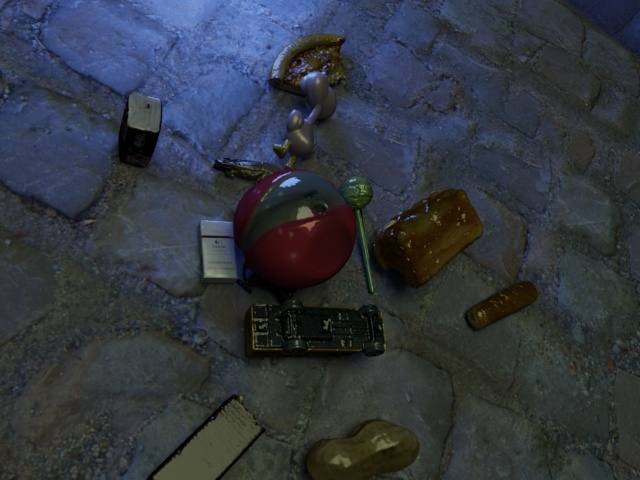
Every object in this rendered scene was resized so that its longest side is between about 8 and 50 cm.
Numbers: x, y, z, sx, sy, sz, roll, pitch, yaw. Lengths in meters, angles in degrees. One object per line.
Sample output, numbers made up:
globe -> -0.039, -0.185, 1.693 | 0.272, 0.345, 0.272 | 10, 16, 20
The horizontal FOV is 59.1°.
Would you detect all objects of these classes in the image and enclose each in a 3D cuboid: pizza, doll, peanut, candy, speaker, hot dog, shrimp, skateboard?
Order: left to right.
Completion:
shrimp -> -0.182, -0.152, 1.501 | 0.219, 0.046, 0.152 | 11, 57, -20
skateboard -> -0.136, 0.109, 1.383 | 0.151, 0.067, 0.080 | 38, 65, 5
speaker -> -0.063, -0.035, 1.352 | 0.294, 0.294, 0.294 | 11, 60, -20
doll -> -0.031, -0.355, 1.619 | 0.094, 0.160, 0.365 | 1, 55, 24
pizza -> -0.024, -0.554, 1.765 | 0.365, 0.074, 0.182 | -34, 81, -34
candy -> 0.116, -0.018, 1.557 | 0.093, 0.092, 0.335 | -5, 75, -14
peanut -> 0.095, 0.470, 1.262 | 0.274, 0.111, 0.125 | -5, 62, -27
hot dog -> 0.538, 0.186, 1.649 | 0.286, 0.061, 0.088 | -24, 88, -31

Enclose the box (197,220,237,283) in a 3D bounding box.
box -> -0.252, 0.027, 1.377 | 0.084, 0.040, 0.154 | 1, 63, -21

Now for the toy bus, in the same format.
toy bus -> -0.011, 0.219, 1.337 | 0.335, 0.123, 0.121 | 6, 61, -23

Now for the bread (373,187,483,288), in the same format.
bread -> 0.298, -0.011, 1.581 | 0.344, 0.149, 0.195 | -31, 94, -32

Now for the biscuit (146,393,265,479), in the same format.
biscuit -> -0.227, 0.433, 1.157 | 0.106, 0.070, 0.252 | 46, 55, 3

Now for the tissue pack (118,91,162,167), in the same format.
tissue pack -> -0.437, -0.263, 1.363 | 0.090, 0.170, 0.103 | 8, 64, -21
